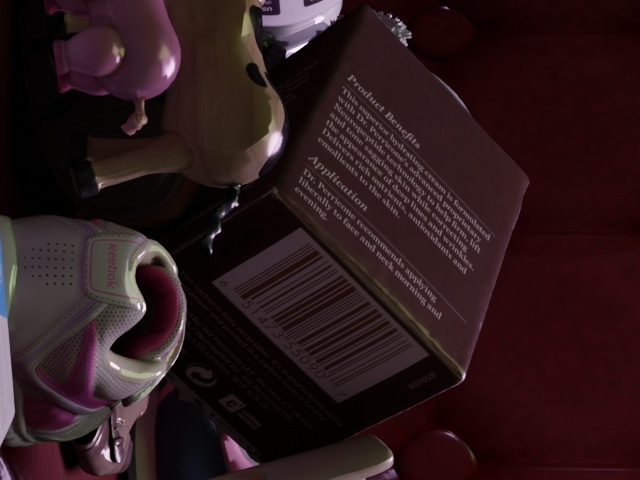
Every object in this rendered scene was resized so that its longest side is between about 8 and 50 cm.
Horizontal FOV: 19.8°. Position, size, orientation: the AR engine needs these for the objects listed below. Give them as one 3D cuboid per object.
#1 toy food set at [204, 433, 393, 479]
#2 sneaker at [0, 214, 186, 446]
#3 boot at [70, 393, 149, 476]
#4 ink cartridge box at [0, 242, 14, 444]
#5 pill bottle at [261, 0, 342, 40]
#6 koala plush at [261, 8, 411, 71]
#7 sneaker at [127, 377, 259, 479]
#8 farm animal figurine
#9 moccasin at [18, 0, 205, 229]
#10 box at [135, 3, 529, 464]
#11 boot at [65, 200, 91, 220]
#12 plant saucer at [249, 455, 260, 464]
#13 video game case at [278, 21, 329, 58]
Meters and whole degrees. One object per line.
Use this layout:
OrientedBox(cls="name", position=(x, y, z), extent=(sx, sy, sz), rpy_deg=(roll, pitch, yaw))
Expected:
OrientedBox(cls="toy food set", position=(-0.056, 0.264, 1.113), extent=(0.092, 0.219, 0.306), rpy_deg=(-124, -155, -48))
OrientedBox(cls="sneaker", position=(-0.124, 0.053, 0.981), extent=(0.252, 0.111, 0.103), rpy_deg=(78, 13, -76))
OrientedBox(cls="boot", position=(-0.146, 0.103, 1.242), extent=(0.087, 0.042, 0.118), rpy_deg=(64, 19, -65))
OrientedBox(cls="ink cartridge box", position=(-0.167, 0.064, 0.699), extent=(0.180, 0.060, 0.104), rpy_deg=(-81, 172, -68))
OrientedBox(cls="pill bottle", position=(-0.048, -0.315, 1.623), extent=(0.323, 0.181, 0.181), rpy_deg=(86, 6, -58))
OrientedBox(cls="koala plush", position=(-0.036, -0.108, 1.501), extent=(0.203, 0.221, 0.196), rpy_deg=(-73, 162, -79))
OrientedBox(cls="sneaker", position=(-0.081, 0.103, 1.530), extent=(0.112, 0.131, 0.319), rpy_deg=(84, 7, -50))
OrientedBox(cls="farm animal figurine", position=(-0.066, -0.214, 0.907), extent=(0.330, 0.172, 0.327), rpy_deg=(89, -12, -45))
OrientedBox(cls="moccasin", position=(-0.111, -0.189, 1.117), extent=(0.147, 0.139, 0.380), rpy_deg=(51, 29, -71))
OrientedBox(cls="box", position=(0.000, 0.000, 1.141), extent=(0.168, 0.167, 0.203), rpy_deg=(45, 39, -17))
OrientedBox(cls="boot", position=(-0.120, -0.004, 1.282), extent=(0.178, 0.085, 0.236), rpy_deg=(-83, 165, -45))
OrientedBox(cls="plant saucer", position=(-0.070, 0.205, 1.566), extent=(0.045, 0.188, 0.188), rpy_deg=(46, 2, -15))
OrientedBox(cls="video game case", position=(-0.060, -0.094, 1.704), extent=(0.022, 0.173, 0.190), rpy_deg=(47, -27, 37))
